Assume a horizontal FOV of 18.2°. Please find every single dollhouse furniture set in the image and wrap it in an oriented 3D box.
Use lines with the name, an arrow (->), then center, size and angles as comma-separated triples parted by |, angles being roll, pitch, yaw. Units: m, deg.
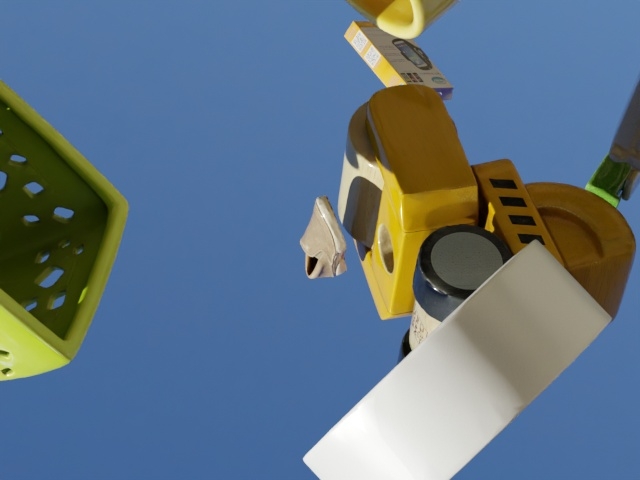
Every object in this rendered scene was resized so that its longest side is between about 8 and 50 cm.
dollhouse furniture set -> 0.420, -0.095, 2.166 | 0.197, 0.301, 0.151 | 32, -122, 12

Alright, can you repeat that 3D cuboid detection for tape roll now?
tape roll -> 0.119, 0.129, 1.743 | 0.100, 0.286, 0.286 | 46, -141, 5

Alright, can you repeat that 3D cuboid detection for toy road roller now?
toy road roller -> 0.172, -0.001, 2.045 | 0.241, 0.202, 0.329 | -11, -127, -15

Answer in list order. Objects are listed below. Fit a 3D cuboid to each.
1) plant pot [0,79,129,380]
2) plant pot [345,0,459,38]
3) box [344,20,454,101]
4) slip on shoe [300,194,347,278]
plant pot -> -0.351, 0.005, 1.911 | 0.228, 0.207, 0.227 | 46, -142, -27
plant pot -> 0.092, -0.351, 1.801 | 0.239, 0.254, 0.254 | -40, -120, -10
box -> 0.097, -0.205, 2.352 | 0.081, 0.028, 0.136 | -5, -129, -46
slip on shoe -> 0.000, 0.000, 2.077 | 0.041, 0.135, 0.051 | -19, -114, -6
